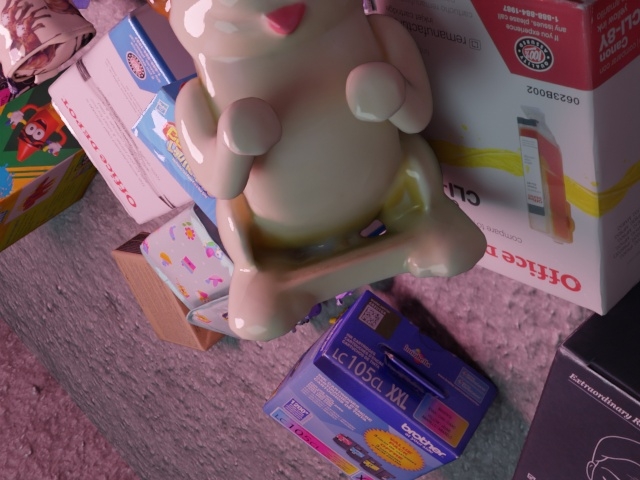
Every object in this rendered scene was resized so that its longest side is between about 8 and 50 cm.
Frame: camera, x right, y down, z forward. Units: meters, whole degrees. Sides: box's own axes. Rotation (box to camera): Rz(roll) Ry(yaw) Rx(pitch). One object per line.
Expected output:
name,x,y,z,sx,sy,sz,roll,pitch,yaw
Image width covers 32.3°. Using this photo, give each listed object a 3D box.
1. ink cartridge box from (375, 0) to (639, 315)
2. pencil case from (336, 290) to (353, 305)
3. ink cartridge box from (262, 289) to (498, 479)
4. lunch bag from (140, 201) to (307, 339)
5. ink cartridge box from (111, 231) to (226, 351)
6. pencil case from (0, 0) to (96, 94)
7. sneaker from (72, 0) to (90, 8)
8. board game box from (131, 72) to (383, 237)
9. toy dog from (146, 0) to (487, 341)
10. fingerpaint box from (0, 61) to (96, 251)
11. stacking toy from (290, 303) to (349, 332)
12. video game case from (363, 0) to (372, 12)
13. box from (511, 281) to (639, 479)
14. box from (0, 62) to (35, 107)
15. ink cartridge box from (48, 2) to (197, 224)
ink cartridge box,0.230,-0.142,1.212,0.279,0.160,0.385,24,141,40
pencil case,0.000,0.000,1.773,0.206,0.086,0.088,51,174,3
ink cartridge box,0.098,0.250,1.795,0.270,0.151,0.395,37,148,-1
lunch bag,-0.148,0.049,1.865,0.262,0.160,0.223,55,143,-6
ink cartridge box,-0.311,0.105,2.306,0.193,0.088,0.235,9,130,52
pencil case,-0.525,-0.430,1.690,0.410,0.160,0.183,53,141,-2
sneaker,-0.547,-0.399,1.846,0.315,0.182,0.127,8,158,-12
board game box,-0.043,-0.106,1.479,0.302,0.308,0.086,48,128,5
toy dog,-0.016,-0.173,1.152,0.395,0.284,0.408,-92,-13,-56
fingerpaint box,-0.624,-0.123,2.204,0.163,0.371,0.445,51,151,0
stacking toy,-0.033,0.072,1.932,0.167,0.052,0.221,-1,121,52
video game case,0.019,-0.353,1.422,0.087,0.011,0.122,18,137,44
box,0.424,0.260,1.337,0.293,0.212,0.395,37,148,24
box,-0.696,-0.312,2.326,0.163,0.142,0.247,42,150,14
ink cartridge box,-0.245,-0.213,1.785,0.285,0.166,0.395,58,149,-10
